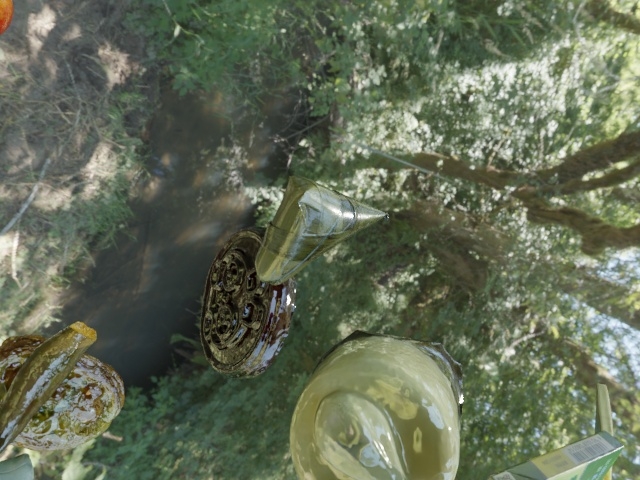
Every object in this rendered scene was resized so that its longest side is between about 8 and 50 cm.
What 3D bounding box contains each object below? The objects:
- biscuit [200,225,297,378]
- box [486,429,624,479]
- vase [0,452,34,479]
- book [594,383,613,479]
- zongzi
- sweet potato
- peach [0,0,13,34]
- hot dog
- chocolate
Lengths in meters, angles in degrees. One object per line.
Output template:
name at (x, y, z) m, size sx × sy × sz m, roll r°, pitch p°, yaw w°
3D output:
biscuit at (-0.210, 0.155, 1.082) m, size 0.091 × 0.407 × 0.407 m, roll 19°, pitch 96°, yaw -36°
box at (0.288, 0.329, 0.531) m, size 0.235 × 0.034 × 0.132 m, roll 0°, pitch 115°, yaw -28°
vase at (-0.560, 0.260, 0.434) m, size 0.445 × 0.250 × 0.250 m, roll 47°, pitch 61°, yaw -34°
book at (0.546, 0.506, 0.799) m, size 0.262 × 0.028 × 0.374 m, roll -8°, pitch 99°, yaw -56°
zongzi at (0.000, 0.000, 0.838) m, size 0.242 × 0.112 × 0.221 m, roll 15°, pitch 116°, yaw -38°
sweet potato at (-0.481, 0.237, 0.693) m, size 0.077 × 0.077 × 0.244 m, roll 97°, pitch 15°, yaw -47°
peach at (-0.332, -0.211, 0.377) m, size 0.098 × 0.061 × 0.098 m, roll -28°, pitch -170°, yaw 5°
hot dog at (-0.538, 0.309, 0.824) m, size 0.122 × 0.272 × 0.196 m, roll -13°, pitch -136°, yaw 62°
chocolate at (0.111, 0.344, 0.730) m, size 0.297 × 0.326 × 0.314 m, roll 39°, pitch 61°, yaw -86°
